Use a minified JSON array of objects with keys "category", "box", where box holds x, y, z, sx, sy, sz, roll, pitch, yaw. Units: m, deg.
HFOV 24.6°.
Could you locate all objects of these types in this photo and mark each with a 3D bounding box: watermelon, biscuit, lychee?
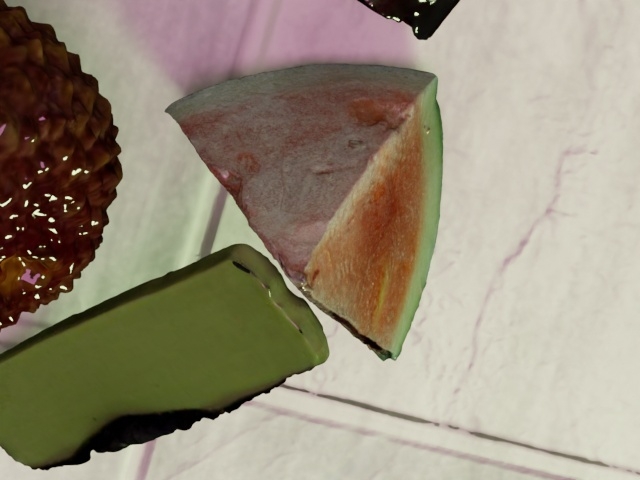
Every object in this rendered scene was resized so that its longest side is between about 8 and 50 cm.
[{"category":"watermelon","box":[-0.009,-0.003,0.937,0.136,0.202,0.207,-3,107,36]},{"category":"biscuit","box":[-0.124,0.083,0.948,0.322,0.038,0.099,-25,110,42]},{"category":"lychee","box":[-0.262,-0.053,0.867,0.271,0.271,0.271,-1,111,-2]}]

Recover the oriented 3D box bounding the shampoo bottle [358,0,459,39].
[{"category":"shampoo bottle","box":[0.115,-0.280,0.869,0.129,0.084,0.323,33,106,-17]}]
